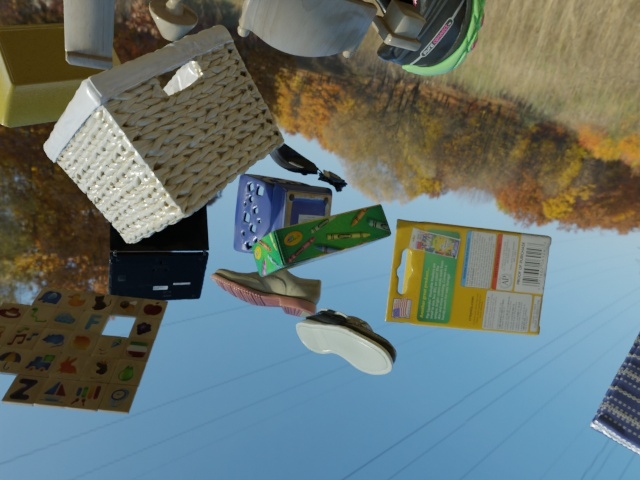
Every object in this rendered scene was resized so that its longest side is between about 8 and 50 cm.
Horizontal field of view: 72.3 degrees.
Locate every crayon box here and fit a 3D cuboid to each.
[{"bbox_3d":[0.287,0.072,0.891,0.322,0.203,0.083,6,-178,-8],"label":"crayon box"},{"bbox_3d":[0.000,0.000,1.008,0.278,0.081,0.165,-15,175,-27],"label":"crayon box"}]

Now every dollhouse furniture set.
[{"bbox_3d":[-0.109,-0.301,0.530,0.355,0.174,0.304,-2,-125,-31],"label":"dollhouse furniture set"}]

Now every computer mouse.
[{"bbox_3d":[-0.045,-0.207,1.266,0.261,0.060,0.184,29,-177,-34],"label":"computer mouse"}]

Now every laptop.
[{"bbox_3d":[-0.419,0.020,1.132,0.234,0.265,0.137,1,-142,-27],"label":"laptop"}]

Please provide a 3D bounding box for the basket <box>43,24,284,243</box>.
[{"bbox_3d":[-0.304,-0.203,0.893,0.331,0.267,0.328,-17,-156,47],"label":"basket"}]

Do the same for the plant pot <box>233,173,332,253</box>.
[{"bbox_3d":[-0.099,-0.065,1.290,0.235,0.236,0.212,1,-172,-41],"label":"plant pot"}]

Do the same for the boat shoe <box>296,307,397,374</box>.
[{"bbox_3d":[0.063,0.209,0.980,0.091,0.115,0.302,-33,-155,-32],"label":"boat shoe"}]

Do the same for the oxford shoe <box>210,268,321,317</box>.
[{"bbox_3d":[-0.187,0.154,1.544,0.396,0.147,0.141,16,157,5],"label":"oxford shoe"}]

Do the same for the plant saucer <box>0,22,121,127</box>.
[{"bbox_3d":[-0.689,-0.462,1.148,0.332,0.081,0.333,-19,-116,-29],"label":"plant saucer"}]

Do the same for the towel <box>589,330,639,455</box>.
[{"bbox_3d":[0.595,0.226,0.655,0.243,0.040,0.336,29,-123,37],"label":"towel"}]

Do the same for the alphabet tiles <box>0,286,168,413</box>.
[{"bbox_3d":[-0.367,0.149,0.637,0.236,0.009,0.198,8,-141,-6],"label":"alphabet tiles"}]

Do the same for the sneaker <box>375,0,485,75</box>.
[{"bbox_3d":[0.156,-0.530,0.722,0.202,0.484,0.185,-9,-171,-16],"label":"sneaker"}]
